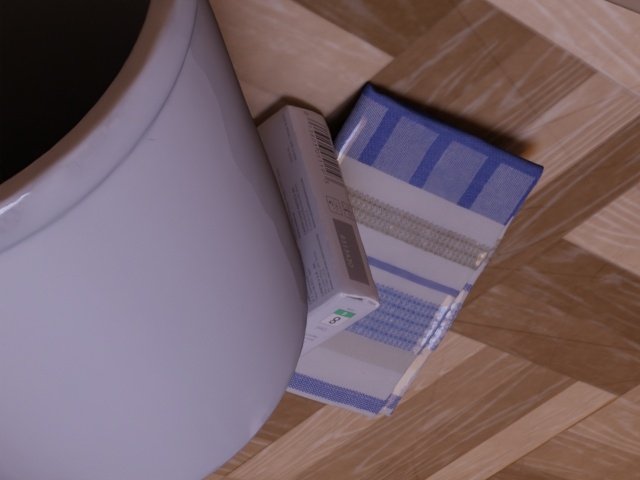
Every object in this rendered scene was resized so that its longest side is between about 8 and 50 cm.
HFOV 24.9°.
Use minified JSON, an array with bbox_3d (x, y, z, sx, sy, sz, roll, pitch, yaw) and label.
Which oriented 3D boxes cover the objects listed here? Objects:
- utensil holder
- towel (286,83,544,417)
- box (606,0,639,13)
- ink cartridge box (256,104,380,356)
[{"bbox_3d":[-0.193,-0.033,0.925,0.327,0.327,0.385,-16,148,2],"label":"utensil holder"},{"bbox_3d":[0.046,0.019,1.247,0.209,0.034,0.285,20,110,-32],"label":"towel"},{"bbox_3d":[0.179,-0.251,0.930,0.311,0.121,0.148,11,138,-33],"label":"box"},{"bbox_3d":[-0.069,0.023,1.163,0.224,0.181,0.056,-35,145,30],"label":"ink cartridge box"}]
